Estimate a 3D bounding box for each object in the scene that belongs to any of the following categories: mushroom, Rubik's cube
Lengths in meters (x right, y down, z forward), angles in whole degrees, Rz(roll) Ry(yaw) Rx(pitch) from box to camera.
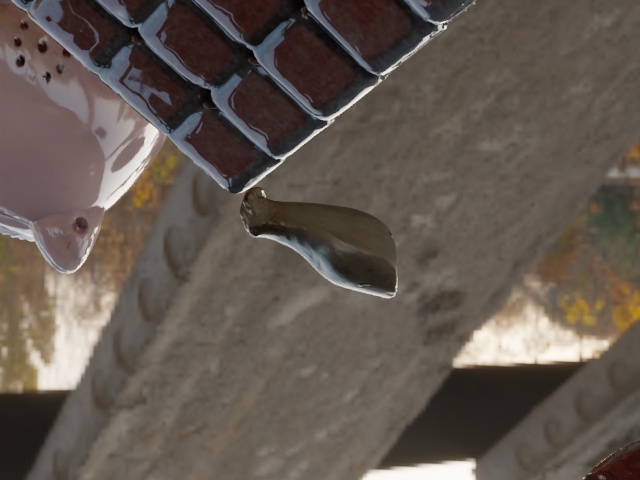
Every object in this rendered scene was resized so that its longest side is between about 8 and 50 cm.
[{"bbox_3d":[0.000,0.000,1.618,0.225,0.093,0.116,21,146,2],"label":"mushroom"},{"bbox_3d":[-0.017,-0.208,0.588,0.238,0.237,0.237,43,143,-13],"label":"Rubik's cube"}]

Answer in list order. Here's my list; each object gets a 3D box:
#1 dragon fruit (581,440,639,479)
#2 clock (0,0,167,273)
[{"bbox_3d":[0.439,0.371,1.530,0.301,0.296,0.295,-12,-179,1],"label":"dragon fruit"},{"bbox_3d":[-0.285,-0.183,1.067,0.376,0.368,0.250,39,142,-15],"label":"clock"}]
